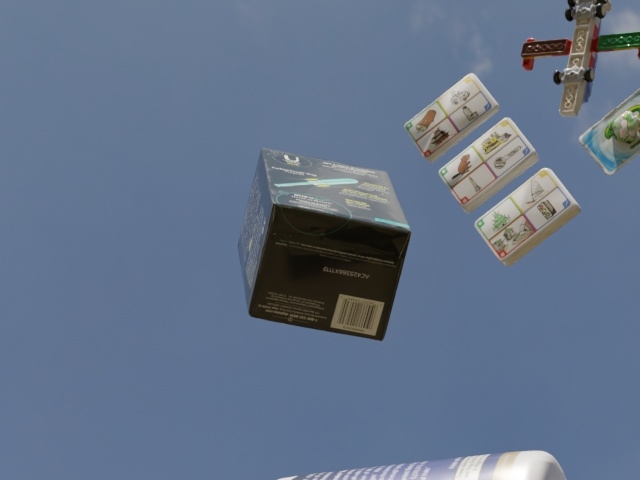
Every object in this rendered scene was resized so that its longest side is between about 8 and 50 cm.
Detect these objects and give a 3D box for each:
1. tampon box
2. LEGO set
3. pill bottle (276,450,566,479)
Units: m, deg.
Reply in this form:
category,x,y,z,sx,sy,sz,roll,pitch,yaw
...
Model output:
category,x,y,z,sx,sy,sz,roll,pitch,yaw
tampon box,0.000,0.000,1.368,0.120,0.161,0.101,11,-71,-9
LEGO set,0.211,-0.107,1.325,0.244,0.182,0.060,-39,-40,8
pill bottle,0.021,0.144,0.679,0.169,0.094,0.094,-9,-64,19
